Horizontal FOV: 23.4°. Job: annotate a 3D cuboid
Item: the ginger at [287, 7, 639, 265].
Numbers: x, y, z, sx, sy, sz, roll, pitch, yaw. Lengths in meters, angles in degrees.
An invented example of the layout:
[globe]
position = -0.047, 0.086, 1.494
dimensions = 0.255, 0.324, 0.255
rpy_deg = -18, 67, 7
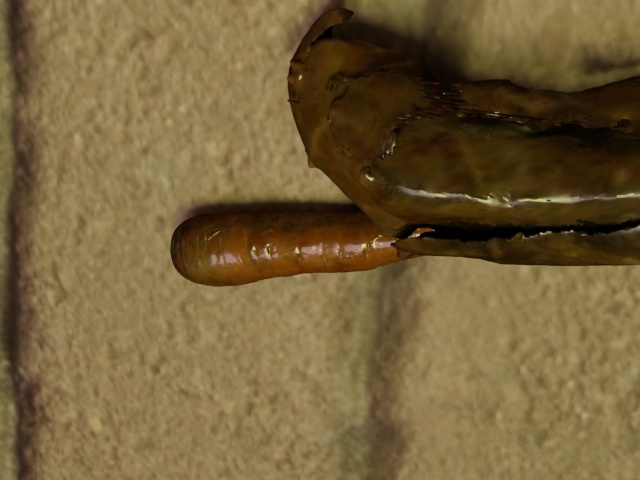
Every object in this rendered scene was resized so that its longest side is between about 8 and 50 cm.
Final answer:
[ginger]
position = 0.126, -0.047, 0.795
dimensions = 0.309, 0.107, 0.133
rpy_deg = 6, 102, 18

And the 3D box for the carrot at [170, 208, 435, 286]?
[carrot]
position = 0.000, 0.000, 0.909
dimensions = 0.191, 0.047, 0.047
rpy_deg = -4, 122, 22
